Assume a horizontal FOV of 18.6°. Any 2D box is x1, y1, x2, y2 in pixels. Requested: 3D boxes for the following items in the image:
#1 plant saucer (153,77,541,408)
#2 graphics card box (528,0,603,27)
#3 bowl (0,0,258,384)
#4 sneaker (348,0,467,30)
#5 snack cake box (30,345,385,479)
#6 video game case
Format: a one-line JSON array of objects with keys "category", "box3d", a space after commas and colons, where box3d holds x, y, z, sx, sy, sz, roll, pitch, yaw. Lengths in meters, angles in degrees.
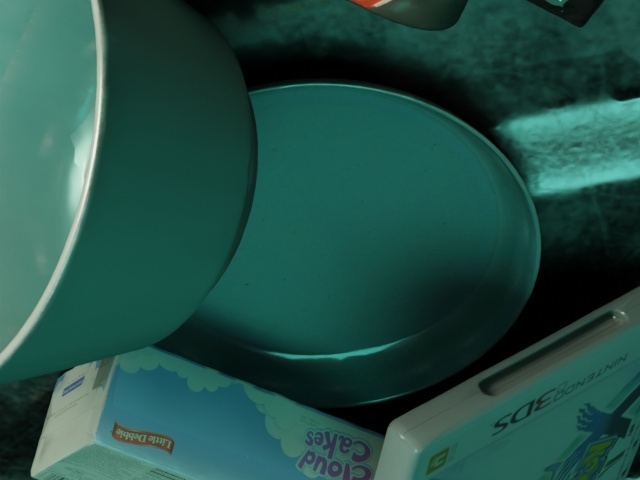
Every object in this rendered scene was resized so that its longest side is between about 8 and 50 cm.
[{"category": "plant saucer", "box3d": [0.000, 0.000, 1.416, 0.317, 0.044, 0.318, 0, 132, 0]}, {"category": "graphics card box", "box3d": [0.005, -0.278, 1.002, 0.371, 0.233, 0.094, 25, 127, -11]}, {"category": "bowl", "box3d": [-0.154, -0.048, 1.230, 0.163, 0.311, 0.311, 12, 134, -37]}, {"category": "sneaker", "box3d": [-0.013, -0.231, 1.178, 0.270, 0.090, 0.145, 15, 126, -14]}, {"category": "snack cake box", "box3d": [-0.071, 0.172, 1.504, 0.264, 0.089, 0.152, 23, 154, -20]}, {"category": "video game case", "box3d": [0.139, 0.197, 1.479, 0.300, 0.036, 0.329, -25, 144, -34]}]
